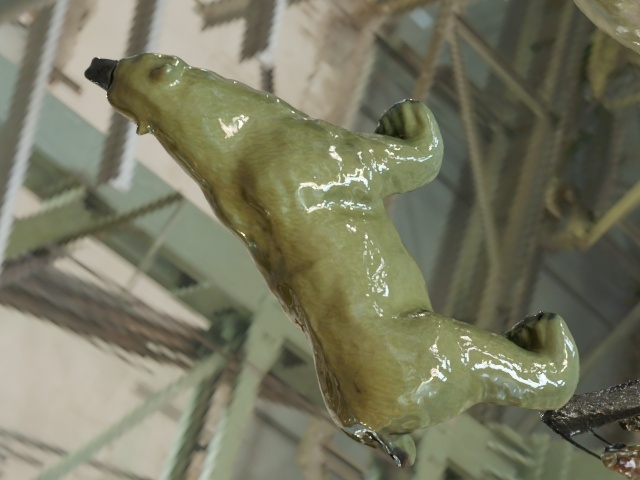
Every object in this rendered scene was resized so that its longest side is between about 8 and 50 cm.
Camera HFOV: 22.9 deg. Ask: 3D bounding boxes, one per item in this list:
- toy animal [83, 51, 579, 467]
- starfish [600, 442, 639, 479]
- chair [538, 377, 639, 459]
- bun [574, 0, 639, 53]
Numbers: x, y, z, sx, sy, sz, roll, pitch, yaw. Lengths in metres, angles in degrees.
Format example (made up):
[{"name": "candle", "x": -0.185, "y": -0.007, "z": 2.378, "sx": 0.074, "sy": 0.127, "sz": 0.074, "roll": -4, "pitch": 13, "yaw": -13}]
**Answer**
[{"name": "toy animal", "x": 0.000, "y": 0.000, "z": 0.648, "sx": 0.103, "sy": 0.219, "sz": 0.101, "roll": -33, "pitch": 176, "yaw": 39}, {"name": "starfish", "x": 0.230, "y": 0.109, "z": 0.843, "sx": 0.146, "sy": 0.074, "sz": 0.190, "roll": -34, "pitch": -101, "yaw": 41}, {"name": "chair", "x": 0.310, "y": 0.157, "z": 1.372, "sx": 0.213, "sy": 0.149, "sz": 0.174, "roll": -24, "pitch": -171, "yaw": 8}, {"name": "bun", "x": 0.234, "y": -0.246, "z": 0.954, "sx": 0.168, "sy": 0.273, "sz": 0.273, "roll": 13, "pitch": -113, "yaw": 39}]
